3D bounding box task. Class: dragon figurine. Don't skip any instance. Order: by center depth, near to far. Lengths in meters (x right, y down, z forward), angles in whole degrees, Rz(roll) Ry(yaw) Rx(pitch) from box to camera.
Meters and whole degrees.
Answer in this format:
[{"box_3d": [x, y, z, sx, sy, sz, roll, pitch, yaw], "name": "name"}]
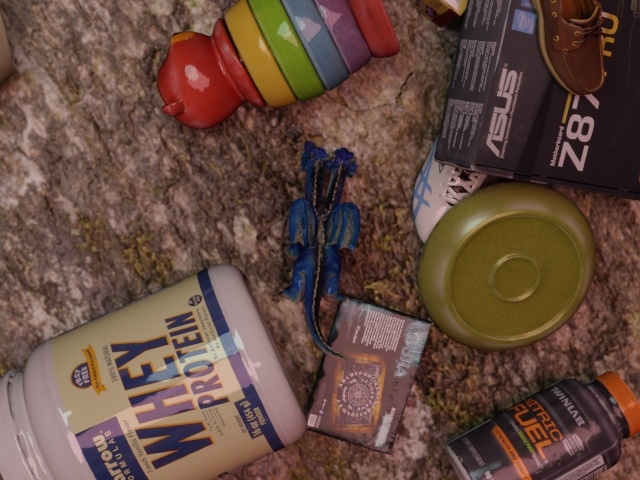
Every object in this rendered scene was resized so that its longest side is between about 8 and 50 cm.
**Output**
[{"box_3d": [0.000, 0.000, 1.183, 0.085, 0.289, 0.144, 7, 132, -5], "name": "dragon figurine"}]

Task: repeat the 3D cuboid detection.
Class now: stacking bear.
[{"box_3d": [-0.066, -0.235, 1.183, 0.289, 0.175, 0.164, -26, 112, 5], "name": "stacking bear"}]

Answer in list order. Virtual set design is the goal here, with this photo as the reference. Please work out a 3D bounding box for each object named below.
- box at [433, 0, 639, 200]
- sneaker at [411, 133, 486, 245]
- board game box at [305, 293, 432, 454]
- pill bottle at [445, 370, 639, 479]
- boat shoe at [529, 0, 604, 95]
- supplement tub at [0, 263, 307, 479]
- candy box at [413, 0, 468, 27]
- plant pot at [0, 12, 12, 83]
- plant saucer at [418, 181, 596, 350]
[{"box_3d": [0.324, -0.260, 1.185, 0.318, 0.097, 0.394, 8, 99, -28], "name": "box"}, {"box_3d": [0.182, -0.099, 1.253, 0.085, 0.086, 0.237, 19, 94, -9], "name": "sneaker"}, {"box_3d": [0.060, 0.177, 1.284, 0.126, 0.026, 0.186, 18, 93, 0], "name": "board game box"}, {"box_3d": [0.298, 0.265, 1.272, 0.246, 0.130, 0.130, -29, 97, -4], "name": "pill bottle"}, {"box_3d": [0.279, -0.238, 1.076, 0.064, 0.060, 0.178, -33, 116, -17], "name": "boat shoe"}, {"box_3d": [-0.203, 0.191, 1.158, 0.325, 0.235, 0.235, -24, 97, -4], "name": "supplement tub"}, {"box_3d": [0.200, -0.361, 1.220, 0.053, 0.109, 0.186, 36, 91, -8], "name": "candy box"}, {"box_3d": [-0.505, -0.220, 1.107, 0.274, 0.256, 0.256, -18, 97, -21], "name": "plant pot"}, {"box_3d": [0.248, 0.043, 1.262, 0.241, 0.037, 0.241, -3, 111, -7], "name": "plant saucer"}]
